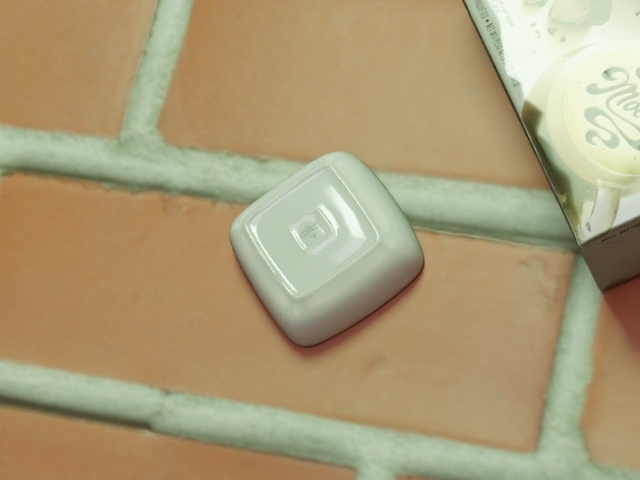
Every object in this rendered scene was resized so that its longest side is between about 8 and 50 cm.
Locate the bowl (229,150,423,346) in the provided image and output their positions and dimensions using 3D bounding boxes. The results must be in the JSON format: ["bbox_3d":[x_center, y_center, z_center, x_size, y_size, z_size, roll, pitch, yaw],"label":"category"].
[{"bbox_3d":[0.000,0.000,1.504,0.142,0.053,0.142,-34,64,1],"label":"bowl"}]

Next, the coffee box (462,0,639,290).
[{"bbox_3d":[0.232,-0.135,1.443,0.168,0.119,0.297,-25,64,7],"label":"coffee box"}]
